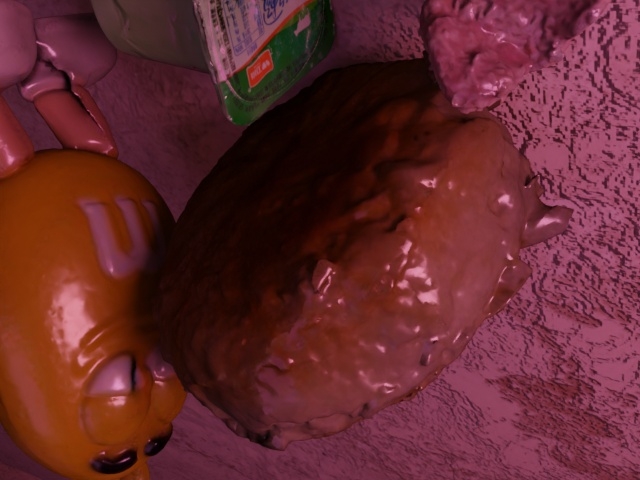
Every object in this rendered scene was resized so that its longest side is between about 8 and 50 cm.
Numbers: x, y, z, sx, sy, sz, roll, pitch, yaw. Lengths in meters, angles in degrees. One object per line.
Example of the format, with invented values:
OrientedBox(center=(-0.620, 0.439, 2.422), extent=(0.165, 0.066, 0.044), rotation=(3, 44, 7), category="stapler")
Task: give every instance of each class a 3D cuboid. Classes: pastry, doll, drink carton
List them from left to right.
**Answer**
OrientedBox(center=(-0.209, -0.012, 0.639), extent=(0.161, 0.348, 0.423), rotation=(-10, 125, 33), category="doll")
OrientedBox(center=(-0.089, -0.190, 0.537), extent=(0.142, 0.146, 0.144), rotation=(21, 141, 29), category="drink carton")
OrientedBox(center=(0.000, 0.000, 0.534), extent=(0.329, 0.330, 0.136), rotation=(-10, 134, 42), category="pastry")
OrientedBox(center=(0.149, -0.195, 0.382), extent=(0.103, 0.112, 0.265), rotation=(43, 131, 6), category="pastry")
